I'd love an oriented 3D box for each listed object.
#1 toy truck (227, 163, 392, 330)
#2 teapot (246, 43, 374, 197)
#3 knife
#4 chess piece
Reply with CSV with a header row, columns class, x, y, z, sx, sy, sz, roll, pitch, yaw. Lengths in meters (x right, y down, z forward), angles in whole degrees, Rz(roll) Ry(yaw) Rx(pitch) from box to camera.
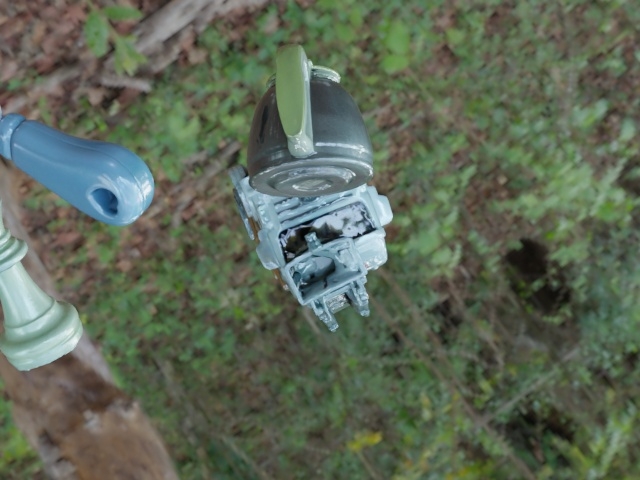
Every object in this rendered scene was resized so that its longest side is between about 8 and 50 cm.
class,x,y,z,sx,sy,sz,roll,pitch,yaw
toy truck,0.000,0.000,1.191,0.133,0.184,0.338,-22,176,-4
teapot,-0.005,-0.087,0.831,0.092,0.090,0.124,-1,165,-21
knife,-0.207,-0.081,0.704,0.032,0.244,0.058,-53,168,-37
chess piece,-0.220,0.015,0.794,0.059,0.059,0.149,-31,118,-14
